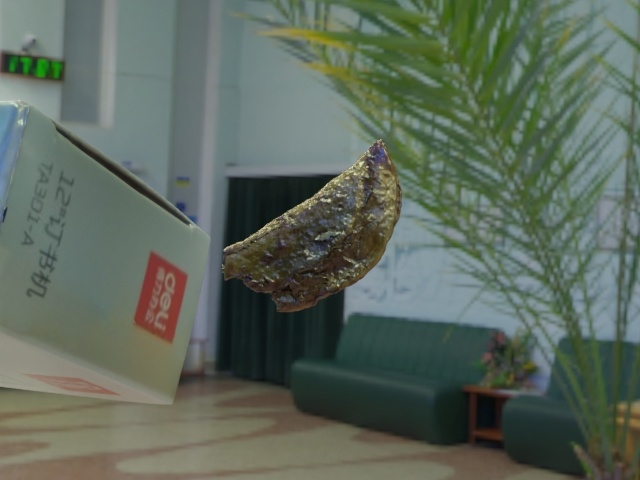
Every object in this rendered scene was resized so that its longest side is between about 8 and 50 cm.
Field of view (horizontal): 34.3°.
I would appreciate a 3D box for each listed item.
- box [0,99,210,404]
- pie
[{"bbox_3d":[-0.195,0.006,0.433,0.270,0.079,0.135,1,-21,26],"label":"box"},{"bbox_3d":[0.000,0.000,0.833,0.170,0.092,0.034,-32,-16,8],"label":"pie"}]
